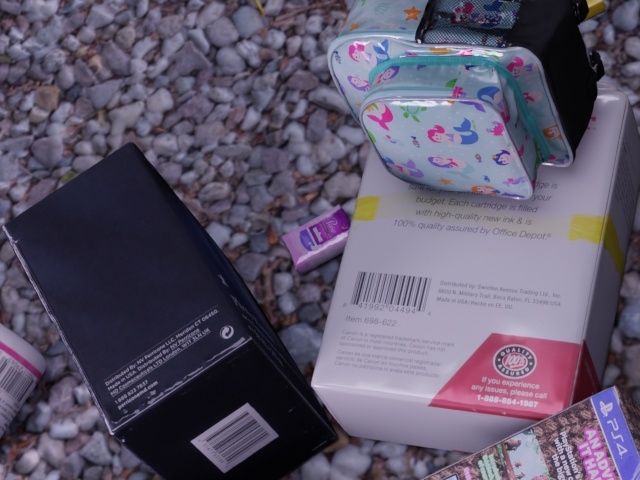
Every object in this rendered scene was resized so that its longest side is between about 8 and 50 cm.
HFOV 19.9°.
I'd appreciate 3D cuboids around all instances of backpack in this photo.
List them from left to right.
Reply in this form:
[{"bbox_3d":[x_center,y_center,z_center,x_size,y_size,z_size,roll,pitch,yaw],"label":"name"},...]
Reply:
[{"bbox_3d":[0.135,-0.163,1.862,0.253,0.225,0.191,14,63,29],"label":"backpack"}]

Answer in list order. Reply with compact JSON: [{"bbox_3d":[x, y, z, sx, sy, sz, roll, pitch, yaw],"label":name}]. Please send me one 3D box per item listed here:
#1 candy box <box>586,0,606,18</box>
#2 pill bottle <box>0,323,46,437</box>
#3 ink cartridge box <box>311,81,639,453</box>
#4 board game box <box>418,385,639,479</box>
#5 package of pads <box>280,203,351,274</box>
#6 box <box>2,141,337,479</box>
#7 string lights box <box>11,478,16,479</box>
[{"bbox_3d":[0.229,-0.276,2.191,0.206,0.027,0.105,-26,62,5],"label":"candy box"},{"bbox_3d":[-0.456,0.215,2.093,0.160,0.160,0.283,25,74,28],"label":"pill bottle"},{"bbox_3d":[0.180,0.027,1.972,0.279,0.160,0.385,6,66,21],"label":"ink cartridge box"},{"bbox_3d":[0.225,0.320,1.782,0.291,0.141,0.232,-28,58,18],"label":"board game box"},{"bbox_3d":[0.000,0.000,2.124,0.083,0.032,0.050,-29,61,3],"label":"package of pads"},{"bbox_3d":[-0.159,0.101,1.970,0.182,0.296,0.294,-35,58,0],"label":"box"},{"bbox_3d":[-0.275,0.369,1.961,0.259,0.077,0.133,21,72,43],"label":"string lights box"}]
